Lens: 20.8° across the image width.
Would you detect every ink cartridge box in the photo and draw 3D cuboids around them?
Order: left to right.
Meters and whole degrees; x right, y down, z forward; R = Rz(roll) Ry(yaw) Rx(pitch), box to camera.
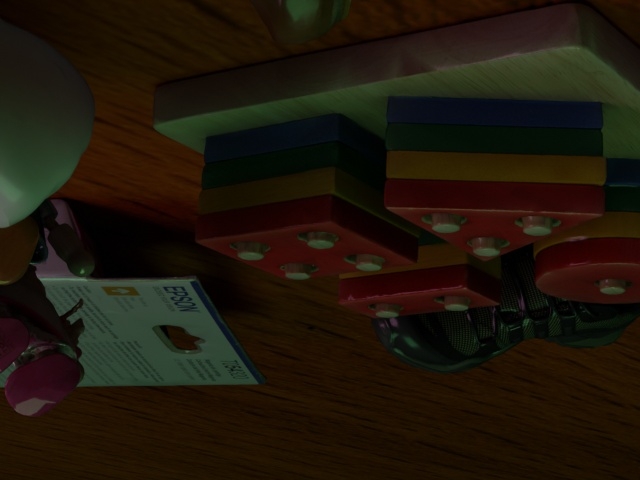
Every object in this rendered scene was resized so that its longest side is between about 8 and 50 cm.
[{"bbox_3d":[-0.223,0.047,1.297,0.330,0.071,0.324,-2,163,5],"label":"ink cartridge box"}]

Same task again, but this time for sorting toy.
[{"bbox_3d":[0.082,-0.023,0.965,0.255,0.089,0.257,-8,161,32],"label":"sorting toy"}]

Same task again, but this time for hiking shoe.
[{"bbox_3d":[0.138,0.026,1.149,0.227,0.086,0.114,-6,157,-34],"label":"hiking shoe"}]

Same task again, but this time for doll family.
[{"bbox_3d":[-0.183,-0.042,0.810,0.263,0.118,0.163,39,-175,-20],"label":"doll family"}]

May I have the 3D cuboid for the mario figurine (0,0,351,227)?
[{"bbox_3d":[-0.159,-0.098,0.562,0.321,0.170,0.198,-5,-168,-11],"label":"mario figurine"}]
